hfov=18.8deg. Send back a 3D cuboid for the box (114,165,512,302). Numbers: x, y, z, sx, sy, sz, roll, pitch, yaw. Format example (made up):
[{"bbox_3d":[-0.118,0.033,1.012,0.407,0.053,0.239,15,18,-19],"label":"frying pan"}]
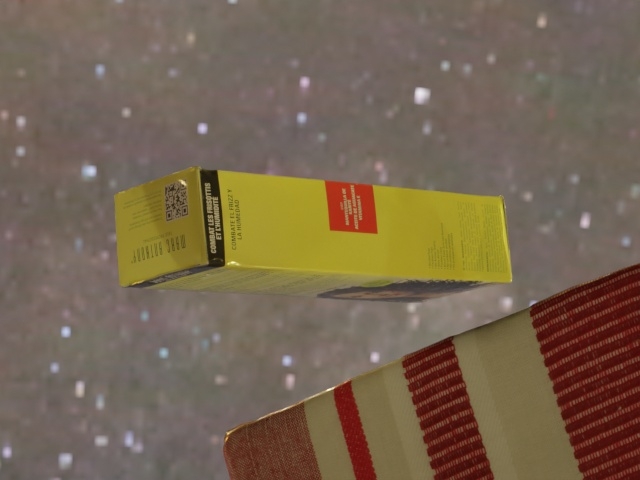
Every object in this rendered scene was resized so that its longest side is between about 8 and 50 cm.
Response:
[{"bbox_3d":[0.000,0.000,1.122,0.232,0.058,0.087,5,167,-38],"label":"box"}]

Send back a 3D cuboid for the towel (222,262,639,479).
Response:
[{"bbox_3d":[0.114,0.162,1.099,0.329,0.237,0.037,-24,158,19],"label":"towel"}]
